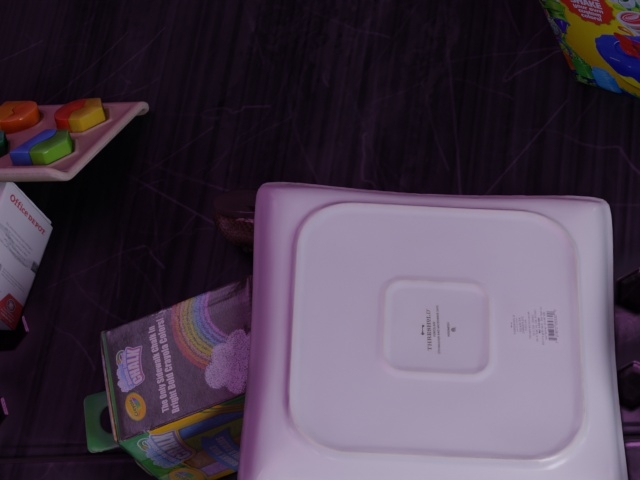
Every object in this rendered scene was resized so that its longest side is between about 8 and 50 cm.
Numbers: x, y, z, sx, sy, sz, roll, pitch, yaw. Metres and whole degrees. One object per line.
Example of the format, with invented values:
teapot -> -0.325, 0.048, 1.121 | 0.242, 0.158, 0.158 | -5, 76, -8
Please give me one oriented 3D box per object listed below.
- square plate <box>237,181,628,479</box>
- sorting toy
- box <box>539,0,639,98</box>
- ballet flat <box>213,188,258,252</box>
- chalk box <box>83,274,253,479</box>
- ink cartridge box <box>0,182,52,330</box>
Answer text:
square plate -> 0.104, 0.087, 1.658 | 0.344, 0.049, 0.347 | 2, 57, 0
sorting toy -> -0.318, -0.116, 2.018 | 0.193, 0.038, 0.208 | 0, 26, 26
box -> 0.363, -0.259, 1.696 | 0.290, 0.279, 0.177 | 20, 70, 35
ballet flat -> 0.000, 0.000, 1.851 | 0.250, 0.058, 0.084 | 11, 29, 25
chalk box -> -0.126, 0.149, 1.761 | 0.213, 0.132, 0.132 | -21, 54, 13
ink cartridge box -> -0.356, 0.016, 1.979 | 0.056, 0.099, 0.135 | 1, 59, 27
